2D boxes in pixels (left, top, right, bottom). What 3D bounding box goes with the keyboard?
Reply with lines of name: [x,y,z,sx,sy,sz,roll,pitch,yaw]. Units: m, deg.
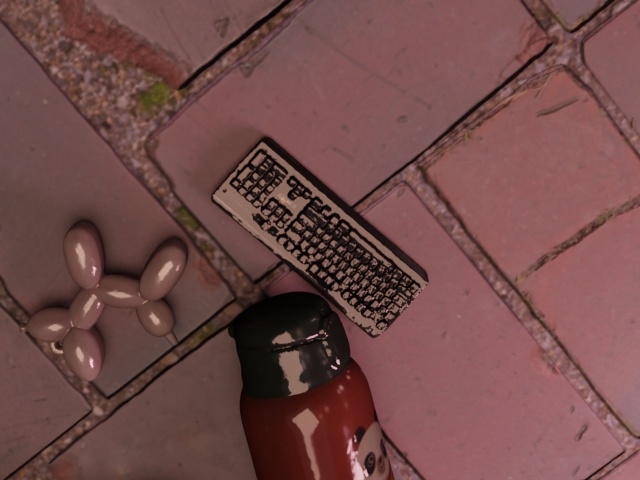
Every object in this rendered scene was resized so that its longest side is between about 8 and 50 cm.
keyboard: [0.000,0.000,1.373,0.230,0.025,0.093,40,99,-12]

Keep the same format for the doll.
doll: [-0.219,0.065,1.367,0.161,0.059,0.160,9,104,-5]

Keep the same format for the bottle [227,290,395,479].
bottle: [-0.005,0.217,1.375,0.144,0.144,0.336,-15,105,3]
